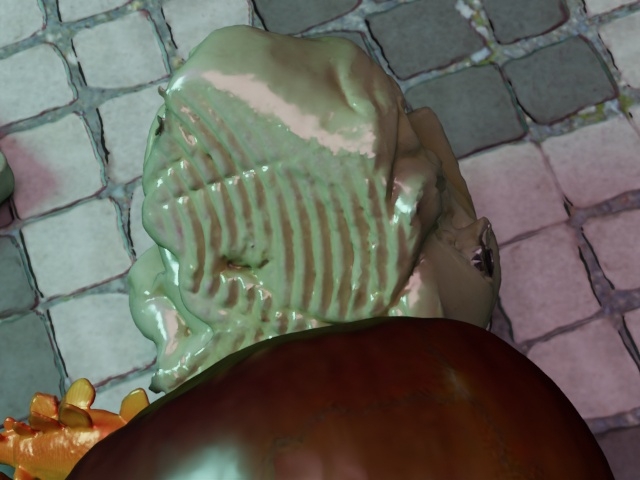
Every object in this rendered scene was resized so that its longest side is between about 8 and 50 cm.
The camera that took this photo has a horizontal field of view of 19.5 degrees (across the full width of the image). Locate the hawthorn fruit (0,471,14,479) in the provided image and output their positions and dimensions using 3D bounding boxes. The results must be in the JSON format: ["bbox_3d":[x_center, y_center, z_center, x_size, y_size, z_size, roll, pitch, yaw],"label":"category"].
[{"bbox_3d":[-0.297,0.218,1.305,0.196,0.196,0.225,-41,49,-15],"label":"hawthorn fruit"}]

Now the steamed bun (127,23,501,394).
[{"bbox_3d":[0.000,0.000,1.354,0.275,0.320,0.206,11,23,18],"label":"steamed bun"}]

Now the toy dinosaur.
[{"bbox_3d":[-0.146,0.158,1.347,0.288,0.117,0.070,13,33,12],"label":"toy dinosaur"}]

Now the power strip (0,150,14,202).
[{"bbox_3d":[-0.372,-0.009,1.500,0.270,0.046,0.118,-42,66,-14],"label":"power strip"}]

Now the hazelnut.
[{"bbox_3d":[-0.008,0.230,1.142,0.409,0.359,0.359,-40,59,27],"label":"hazelnut"}]
